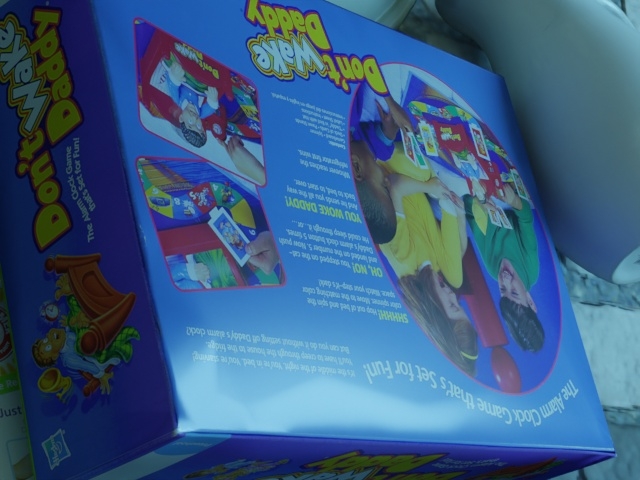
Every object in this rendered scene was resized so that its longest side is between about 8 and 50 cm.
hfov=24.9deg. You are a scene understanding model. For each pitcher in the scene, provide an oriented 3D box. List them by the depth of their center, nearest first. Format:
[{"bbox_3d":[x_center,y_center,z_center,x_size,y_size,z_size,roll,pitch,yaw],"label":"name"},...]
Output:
[{"bbox_3d":[0.182,-0.081,0.905,0.177,0.125,0.207,-1,57,-45],"label":"pitcher"}]

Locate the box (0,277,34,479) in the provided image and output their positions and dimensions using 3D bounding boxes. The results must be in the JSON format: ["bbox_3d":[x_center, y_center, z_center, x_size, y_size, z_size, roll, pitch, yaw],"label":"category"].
[{"bbox_3d":[-0.124,0.123,0.638,0.103,0.114,0.203,-7,72,-32],"label":"box"}]

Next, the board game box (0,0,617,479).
[{"bbox_3d":[0.000,0.000,0.697,0.347,0.078,0.233,13,57,-51],"label":"board game box"}]

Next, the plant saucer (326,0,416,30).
[{"bbox_3d":[-0.084,-0.277,0.850,0.400,0.100,0.401,12,63,-24],"label":"plant saucer"}]
